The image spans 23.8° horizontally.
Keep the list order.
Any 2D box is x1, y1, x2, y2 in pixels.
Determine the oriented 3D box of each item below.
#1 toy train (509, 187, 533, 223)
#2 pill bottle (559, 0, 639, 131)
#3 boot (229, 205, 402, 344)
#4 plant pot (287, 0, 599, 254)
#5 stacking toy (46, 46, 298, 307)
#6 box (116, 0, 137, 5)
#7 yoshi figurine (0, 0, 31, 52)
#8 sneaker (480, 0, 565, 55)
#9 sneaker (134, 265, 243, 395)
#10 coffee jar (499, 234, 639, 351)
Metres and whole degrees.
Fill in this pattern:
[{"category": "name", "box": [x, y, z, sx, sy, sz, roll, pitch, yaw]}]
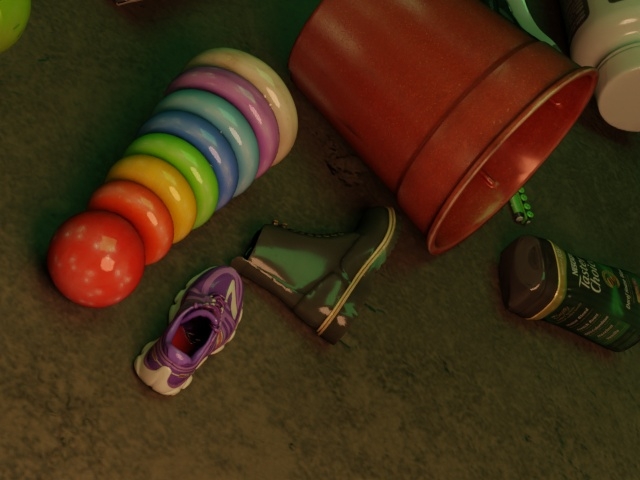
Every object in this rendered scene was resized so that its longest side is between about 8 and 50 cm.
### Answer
[{"category": "toy train", "box": [0.241, -0.057, 1.885, 0.023, 0.017, 0.083, 2, 55, -28]}, {"category": "pill bottle", "box": [0.431, -0.312, 2.140, 0.176, 0.176, 0.318, 21, 45, -26]}, {"category": "boot", "box": [0.000, 0.000, 1.590, 0.137, 0.077, 0.198, 34, 40, -5]}, {"category": "plant pot", "box": [0.123, -0.173, 1.704, 0.265, 0.272, 0.272, 44, 39, 14]}, {"category": "stacking toy", "box": [-0.155, -0.054, 1.468, 0.141, 0.141, 0.330, 43, 45, -3]}, {"category": "box", "box": [-0.174, -0.498, 1.699, 0.318, 0.097, 0.395, -44, 120, -53]}, {"category": "yoshi figurine", "box": [-0.369, -0.305, 1.416, 0.203, 0.203, 0.362, 0, 75, -56]}, {"category": "sneaker", "box": [0.222, -0.255, 1.993, 0.124, 0.107, 0.283, -8, 58, -27]}, {"category": "sneaker", "box": [-0.108, 0.078, 1.428, 0.068, 0.071, 0.170, 39, 39, -8]}, {"category": "coffee jar", "box": [0.296, 0.061, 1.783, 0.184, 0.079, 0.096, 19, 46, -27]}]
